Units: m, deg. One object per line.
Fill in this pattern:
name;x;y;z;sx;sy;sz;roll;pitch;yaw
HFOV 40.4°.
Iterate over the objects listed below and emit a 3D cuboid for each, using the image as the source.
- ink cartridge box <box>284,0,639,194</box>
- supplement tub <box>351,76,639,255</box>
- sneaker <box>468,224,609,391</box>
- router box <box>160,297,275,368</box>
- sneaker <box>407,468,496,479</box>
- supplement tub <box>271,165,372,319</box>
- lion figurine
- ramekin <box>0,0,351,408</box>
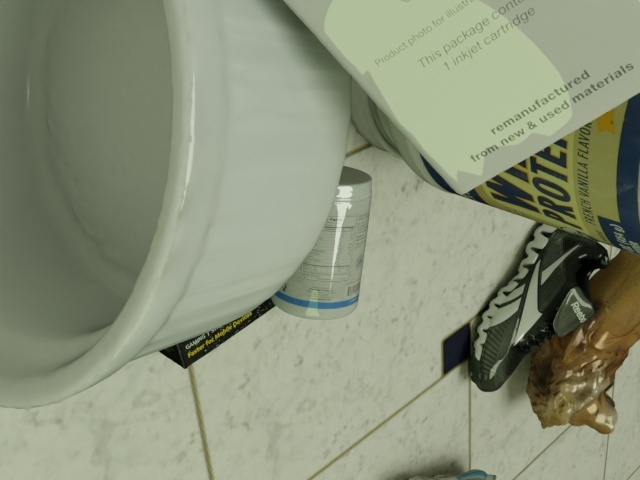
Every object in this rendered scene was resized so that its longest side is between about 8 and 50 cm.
ink cartridge box;0.024;-0.194;0.377;0.283;0.117;0.207;44;33;-23
supplement tub;0.195;-0.127;0.696;0.228;0.316;0.228;-22;122;-40
sneaker;0.263;0.083;1.028;0.234;0.106;0.078;-58;138;-10
router box;-0.064;-0.003;0.683;0.179;0.046;0.133;-34;129;-32
sneaker;0.147;0.311;1.028;0.228;0.092;0.087;13;96;-69
supplement tub;0.000;0.000;0.662;0.071;0.071;0.107;-11;114;-44
lion figurine;0.391;0.057;1.084;0.240;0.142;0.392;-25;140;-44
ramekin;-0.117;-0.069;0.434;0.135;0.277;0.277;-10;115;-53
